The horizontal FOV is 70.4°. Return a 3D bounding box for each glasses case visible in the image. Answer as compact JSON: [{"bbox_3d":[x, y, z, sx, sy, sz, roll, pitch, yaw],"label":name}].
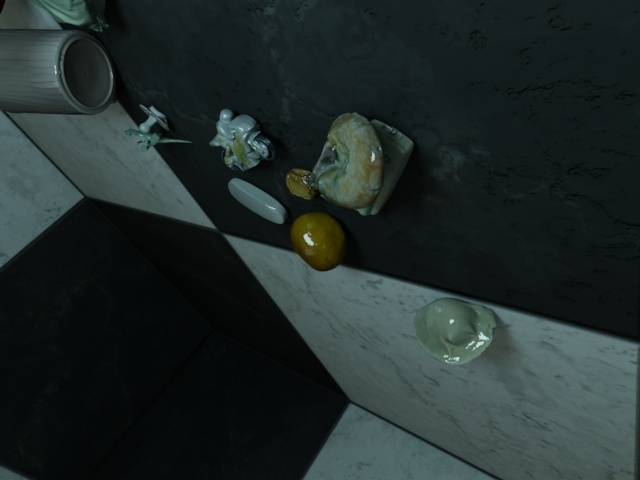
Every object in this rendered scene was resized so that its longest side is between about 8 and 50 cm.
[{"bbox_3d":[-0.174,-0.109,1.255,0.193,0.049,0.074,32,154,15],"label":"glasses case"}]

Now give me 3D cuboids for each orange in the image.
[{"bbox_3d":[0.000,0.000,1.132,0.156,0.134,0.156,53,-167,-18],"label":"orange"}]

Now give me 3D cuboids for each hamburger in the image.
[{"bbox_3d":[-0.041,-0.133,1.049,0.083,0.044,0.076,25,153,31],"label":"hamburger"}]

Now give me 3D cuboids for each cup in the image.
[{"bbox_3d":[-0.694,-0.413,1.186,0.273,0.208,0.288,6,153,16],"label":"cup"}]

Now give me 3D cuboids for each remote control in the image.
[{"bbox_3d":[0.103,-0.126,0.865,0.090,0.049,0.230,36,153,11],"label":"remote control"}]

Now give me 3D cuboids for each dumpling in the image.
[{"bbox_3d":[0.300,0.211,1.049,0.111,0.155,0.181,20,149,-18],"label":"dumpling"}]

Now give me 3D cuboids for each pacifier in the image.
[{"bbox_3d":[-0.466,-0.326,1.251,0.099,0.078,0.081,37,170,1],"label":"pacifier"}]

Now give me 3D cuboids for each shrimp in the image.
[{"bbox_3d":[0.035,-0.146,0.849,0.317,0.077,0.168,-159,66,-66],"label":"shrimp"}]

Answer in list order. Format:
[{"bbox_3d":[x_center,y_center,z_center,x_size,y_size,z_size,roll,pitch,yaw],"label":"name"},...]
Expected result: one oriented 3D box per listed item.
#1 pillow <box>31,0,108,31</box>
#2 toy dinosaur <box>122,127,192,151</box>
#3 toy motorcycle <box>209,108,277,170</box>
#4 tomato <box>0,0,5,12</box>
[{"bbox_3d":[-0.565,-0.583,0.882,0.283,0.138,0.310,35,161,13],"label":"pillow"},{"bbox_3d":[-0.465,-0.295,1.296,0.106,0.188,0.044,-119,24,-57],"label":"toy dinosaur"},{"bbox_3d":[-0.190,-0.232,1.051,0.229,0.074,0.151,2,134,54],"label":"toy motorcycle"},{"bbox_3d":[-0.910,-0.642,1.052,0.322,0.321,0.321,30,153,17],"label":"tomato"}]
